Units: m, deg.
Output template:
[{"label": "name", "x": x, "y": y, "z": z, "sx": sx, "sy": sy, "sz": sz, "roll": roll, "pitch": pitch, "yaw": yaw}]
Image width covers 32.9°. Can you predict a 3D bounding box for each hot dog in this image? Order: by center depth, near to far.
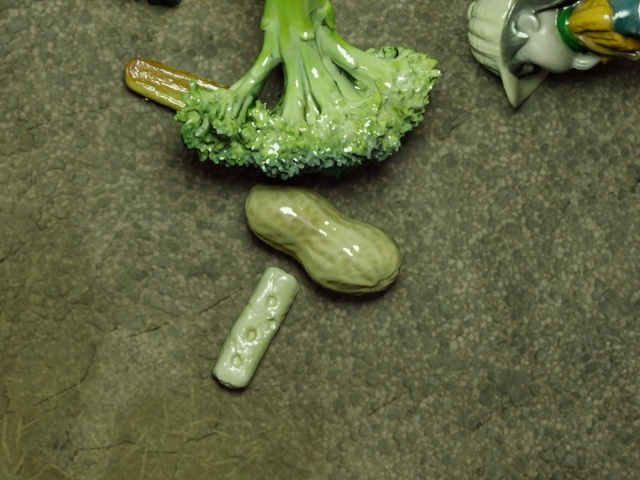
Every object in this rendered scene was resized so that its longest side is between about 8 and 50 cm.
[{"label": "hot dog", "x": -0.196, "y": -0.222, "z": 1.655, "sx": 0.215, "sy": 0.047, "sz": 0.066, "roll": 17, "pitch": 97, "yaw": -4}]

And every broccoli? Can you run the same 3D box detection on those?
[{"label": "broccoli", "x": 0.018, "y": -0.276, "z": 1.552, "sx": 0.275, "sy": 0.353, "sz": 0.397, "roll": 14, "pitch": 96, "yaw": 36}]

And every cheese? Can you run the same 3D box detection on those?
[{"label": "cheese", "x": -0.098, "y": 0.132, "z": 1.632, "sx": 0.065, "sy": 0.043, "sz": 0.194, "roll": 27, "pitch": 84, "yaw": 2}]

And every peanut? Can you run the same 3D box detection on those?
[{"label": "peanut", "x": 0.000, "y": 0.000, "z": 1.616, "sx": 0.256, "sy": 0.123, "sz": 0.123, "roll": 28, "pitch": 82, "yaw": -3}]

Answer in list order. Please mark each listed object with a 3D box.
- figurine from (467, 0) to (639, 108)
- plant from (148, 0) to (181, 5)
[{"label": "figurine", "x": 0.373, "y": -0.331, "z": 1.597, "sx": 0.185, "sy": 0.332, "sz": 0.204, "roll": -6, "pitch": 82, "yaw": -48}, {"label": "plant", "x": -0.247, "y": -0.463, "z": 1.635, "sx": 0.131, "sy": 0.142, "sz": 0.203, "roll": 9, "pitch": 92, "yaw": 5}]
